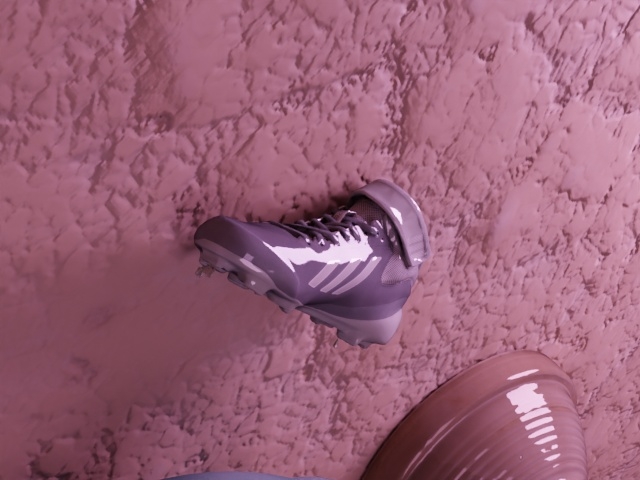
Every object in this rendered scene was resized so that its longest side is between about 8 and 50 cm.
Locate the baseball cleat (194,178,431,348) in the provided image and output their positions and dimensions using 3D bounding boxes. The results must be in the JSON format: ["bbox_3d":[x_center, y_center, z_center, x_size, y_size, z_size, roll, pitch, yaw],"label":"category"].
[{"bbox_3d":[0.000,0.000,0.814,0.109,0.072,0.206,-62,149,-2],"label":"baseball cleat"}]

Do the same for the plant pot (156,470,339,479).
[{"bbox_3d":[-0.104,0.272,0.807,0.196,0.293,0.293,18,113,-26],"label":"plant pot"}]

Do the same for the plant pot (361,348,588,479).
[{"bbox_3d":[0.148,0.218,1.128,0.237,0.110,0.237,-27,141,-24],"label":"plant pot"}]
